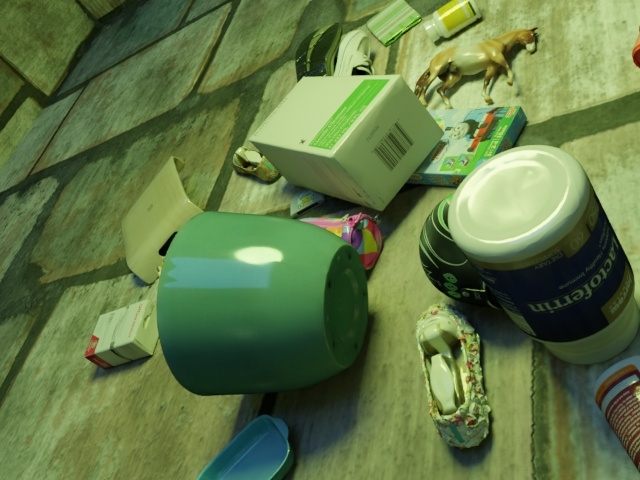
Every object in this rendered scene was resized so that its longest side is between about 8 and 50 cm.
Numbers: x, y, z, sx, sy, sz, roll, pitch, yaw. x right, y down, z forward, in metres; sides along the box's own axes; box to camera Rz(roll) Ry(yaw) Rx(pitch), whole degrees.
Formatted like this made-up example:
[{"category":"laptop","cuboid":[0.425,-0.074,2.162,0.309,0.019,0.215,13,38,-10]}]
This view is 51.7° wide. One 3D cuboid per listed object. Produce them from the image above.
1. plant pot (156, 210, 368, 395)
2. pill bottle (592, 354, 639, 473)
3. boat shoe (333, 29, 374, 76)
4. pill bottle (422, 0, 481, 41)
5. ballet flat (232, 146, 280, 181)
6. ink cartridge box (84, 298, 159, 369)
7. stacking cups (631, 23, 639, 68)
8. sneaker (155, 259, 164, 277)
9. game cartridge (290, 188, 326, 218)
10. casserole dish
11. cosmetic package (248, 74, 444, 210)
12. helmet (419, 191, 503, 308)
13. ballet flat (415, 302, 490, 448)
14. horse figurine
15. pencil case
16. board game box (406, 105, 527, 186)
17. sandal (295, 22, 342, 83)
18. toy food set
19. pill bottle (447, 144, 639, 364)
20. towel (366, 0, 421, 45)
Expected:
[{"category":"plant pot","cuboid":[-0.064,0.095,1.008,0.235,0.293,0.293,-2,50,24]},{"category":"pill bottle","cuboid":[0.350,0.198,0.669,0.086,0.086,0.152,-32,37,14]},{"category":"boat shoe","cuboid":[0.084,-0.381,1.520,0.084,0.095,0.258,-2,62,37]},{"category":"pill bottle","cuboid":[0.286,-0.486,1.447,0.116,0.065,0.065,-29,38,17]},{"category":"ballet flat","cuboid":[-0.163,-0.192,1.561,0.073,0.067,0.206,-53,37,-13]},{"category":"ink cartridge box","cuboid":[-0.411,0.199,1.395,0.150,0.063,0.109,-19,42,28]},{"category":"stacking cups","cuboid":[0.582,-0.412,1.068,0.096,0.096,0.316,7,57,46]},{"category":"sneaker","cuboid":[-0.294,0.069,1.415,0.084,0.069,0.185,-51,37,-4]},{"category":"game cartridge","cuboid":[-0.027,-0.083,1.368,0.083,0.017,0.056,-28,35,19]},{"category":"casserole dish","cuboid":[-0.111,0.348,0.986,0.188,0.037,0.114,-44,36,-4]},{"category":"cosmetic package","cuboid":[0.036,-0.197,1.268,0.197,0.155,0.365,-52,31,-10]},{"category":"helmet","cuboid":[0.220,0.006,0.928,0.169,0.169,0.161,-47,41,-7]},{"category":"ballet flat","cuboid":[0.171,0.160,0.884,0.091,0.077,0.241,-30,37,18]},{"category":"horse figurine","cuboid":[0.286,-0.331,1.290,0.263,0.066,0.174,-10,52,33]},{"category":"pencil case","cuboid":[0.000,0.000,1.189,0.236,0.104,0.104,-4,50,42]},{"category":"board game box","cuboid":[0.241,-0.169,1.187,0.211,0.039,0.160,8,59,48]},{"category":"sandal","cuboid":[0.001,-0.407,1.625,0.120,0.086,0.302,-8,62,30]},{"category":"toy food set","cuboid":[-0.383,-0.057,1.629,0.219,0.092,0.306,-49,33,10]},{"category":"pill bottle","cuboid":[0.270,0.028,0.767,0.153,0.264,0.153,-25,40,24]},{"category":"towel","cuboid":[0.181,-0.543,1.646,0.113,0.023,0.152,-37,38,11]}]
